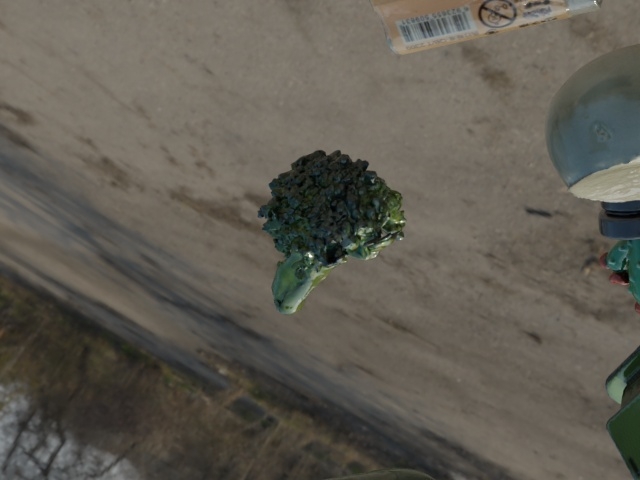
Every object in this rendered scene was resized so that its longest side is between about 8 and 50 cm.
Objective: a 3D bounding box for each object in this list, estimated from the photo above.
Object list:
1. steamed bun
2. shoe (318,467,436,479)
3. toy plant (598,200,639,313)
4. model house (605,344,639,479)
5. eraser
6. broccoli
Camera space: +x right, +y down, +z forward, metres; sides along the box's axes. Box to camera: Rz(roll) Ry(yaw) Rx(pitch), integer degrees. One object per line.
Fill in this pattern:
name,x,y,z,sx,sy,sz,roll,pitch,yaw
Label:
steamed bun,0.504,-0.184,1.355,0.324,0.206,0.324,-1,169,0
shoe,0.073,0.355,1.153,0.251,0.103,0.100,2,172,-25
toy plant,0.622,-0.017,1.637,0.279,0.185,0.400,-4,104,33
model house,0.447,0.256,1.006,0.205,0.278,0.218,19,140,-2
eraser,0.220,-0.348,1.215,0.290,0.087,0.171,-7,138,27
broccoli,0.017,-0.010,1.231,0.177,0.198,0.275,55,162,23
